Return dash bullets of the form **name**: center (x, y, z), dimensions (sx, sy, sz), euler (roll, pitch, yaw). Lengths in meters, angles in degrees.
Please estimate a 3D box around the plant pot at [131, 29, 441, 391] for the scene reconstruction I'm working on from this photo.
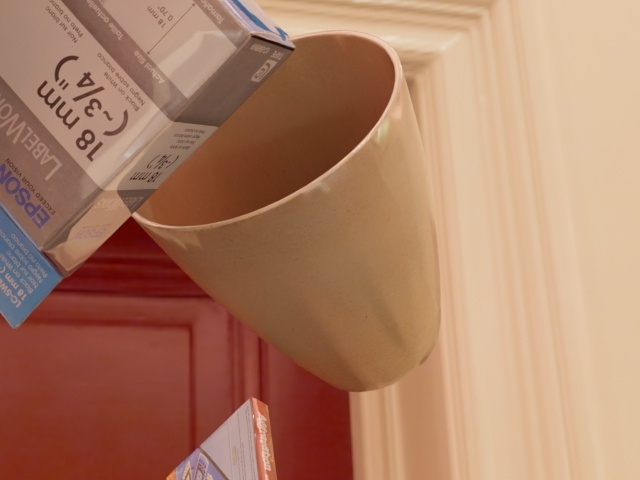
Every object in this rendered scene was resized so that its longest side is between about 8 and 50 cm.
- **plant pot**: center (0.000, 0.000, 1.044), dimensions (0.257, 0.256, 0.274), euler (-13, -52, 21)

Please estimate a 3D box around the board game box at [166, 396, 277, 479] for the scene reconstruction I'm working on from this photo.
- **board game box**: center (-0.094, 0.292, 1.127), dimensions (0.027, 0.281, 0.145), euler (36, -67, -27)

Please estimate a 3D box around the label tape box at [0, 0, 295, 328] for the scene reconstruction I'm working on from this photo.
- **label tape box**: center (-0.223, -0.118, 0.882), dimensions (0.334, 0.240, 0.106), euler (-44, -7, 15)
